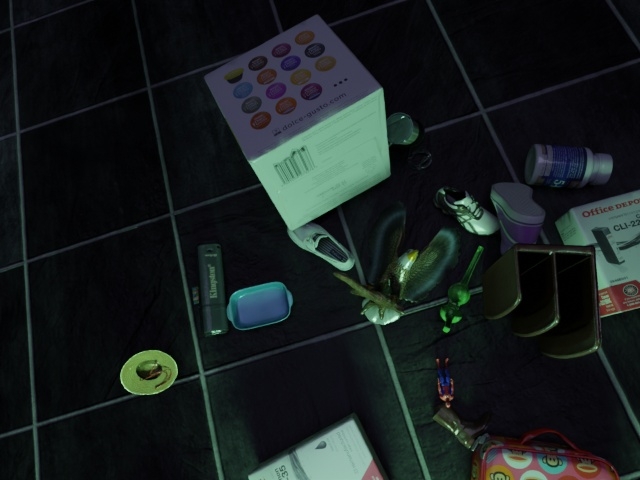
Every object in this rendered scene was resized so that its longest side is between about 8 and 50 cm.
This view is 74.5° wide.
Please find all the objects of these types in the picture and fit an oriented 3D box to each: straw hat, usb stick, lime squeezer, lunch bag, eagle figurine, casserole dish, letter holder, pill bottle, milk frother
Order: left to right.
[{"bbox_3d":[-0.469,0.347,1.150,0.144,0.144,0.061,-45,31,-6],"label":"straw hat"},{"bbox_3d":[-0.310,0.134,1.201,0.077,0.045,0.277,-6,71,-10],"label":"usb stick"},{"bbox_3d":[-0.166,0.183,1.173,0.189,0.037,0.114,-14,71,3],"label":"casserole dish"},{"bbox_3d":[0.213,0.063,1.100,0.226,0.225,0.298,56,49,-20],"label":"eagle figurine"},{"bbox_3d":[0.255,-0.279,1.199,0.143,0.135,0.129,34,112,19],"label":"milk frother"},{"bbox_3d":[0.350,0.140,1.082,0.059,0.109,0.310,14,44,29],"label":"lime squeezer"},{"bbox_3d":[0.477,0.150,0.948,0.152,0.302,0.214,2,74,9],"label":"letter holder"},{"bbox_3d":[0.484,0.545,0.918,0.293,0.120,0.258,7,77,7],"label":"lunch bag"},{"bbox_3d":[0.660,-0.196,1.126,0.187,0.112,0.111,6,74,11],"label":"pill bottle"}]

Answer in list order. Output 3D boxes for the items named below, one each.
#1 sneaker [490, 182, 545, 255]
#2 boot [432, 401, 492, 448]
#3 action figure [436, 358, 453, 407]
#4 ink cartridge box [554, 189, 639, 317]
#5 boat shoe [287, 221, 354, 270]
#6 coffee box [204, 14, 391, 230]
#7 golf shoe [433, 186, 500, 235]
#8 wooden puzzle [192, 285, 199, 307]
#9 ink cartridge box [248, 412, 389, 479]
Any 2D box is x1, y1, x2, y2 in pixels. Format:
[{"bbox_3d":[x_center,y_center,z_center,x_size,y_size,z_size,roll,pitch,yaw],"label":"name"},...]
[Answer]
[{"bbox_3d":[0.490,-0.046,1.086,0.102,0.282,0.161,4,118,14],"label":"sneaker"},{"bbox_3d":[0.344,0.426,1.026,0.114,0.037,0.106,40,80,22],"label":"boot"},{"bbox_3d":[0.310,0.353,1.046,0.038,0.030,0.115,-2,65,3],"label":"action figure"},{"bbox_3d":[0.748,0.030,1.043,0.197,0.114,0.272,-16,71,4],"label":"ink cartridge box"},{"bbox_3d":[0.000,0.000,1.183,0.226,0.076,0.083,30,79,16],"label":"boat shoe"},{"bbox_3d":[-0.046,-0.300,1.124,0.338,0.338,0.334,-29,61,-1],"label":"coffee box"},{"bbox_3d":[0.401,-0.081,1.140,0.198,0.094,0.077,30,78,14],"label":"golf shoe"},{"bbox_3d":[-0.347,0.155,1.224,0.049,0.006,0.083,-13,72,4],"label":"wooden puzzle"},{"bbox_3d":[0.005,0.572,0.986,0.283,0.117,0.207,-28,72,-1],"label":"ink cartridge box"}]
